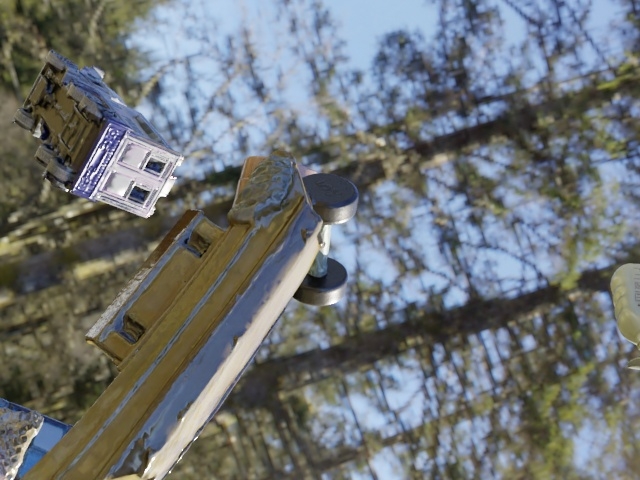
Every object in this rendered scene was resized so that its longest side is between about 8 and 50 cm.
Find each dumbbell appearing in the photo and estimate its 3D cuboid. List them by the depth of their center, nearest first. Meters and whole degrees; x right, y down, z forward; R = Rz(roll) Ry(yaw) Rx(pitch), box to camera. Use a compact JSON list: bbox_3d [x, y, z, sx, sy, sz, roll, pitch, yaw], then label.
[{"bbox_3d":[0.000,0.000,1.720,0.100,0.100,0.191,-127,-145,-49],"label":"dumbbell"}]

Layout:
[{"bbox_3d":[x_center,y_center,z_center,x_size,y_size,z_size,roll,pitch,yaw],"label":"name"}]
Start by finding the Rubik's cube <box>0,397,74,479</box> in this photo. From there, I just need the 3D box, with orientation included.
[{"bbox_3d":[-0.595,0.425,1.907,0.293,0.287,0.292,-18,-132,57],"label":"Rubik's cube"}]

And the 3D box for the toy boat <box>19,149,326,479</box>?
[{"bbox_3d":[-0.155,0.090,1.197,0.162,0.445,0.136,31,-14,17],"label":"toy boat"}]

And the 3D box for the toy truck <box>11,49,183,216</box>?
[{"bbox_3d":[-0.307,-0.148,1.529,0.124,0.155,0.268,-58,-142,12],"label":"toy truck"}]

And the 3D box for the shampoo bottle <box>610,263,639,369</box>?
[{"bbox_3d":[0.373,0.090,1.278,0.152,0.077,0.045,-75,172,-52],"label":"shampoo bottle"}]

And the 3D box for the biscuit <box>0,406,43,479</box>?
[{"bbox_3d":[-0.394,0.273,1.178,0.062,0.108,0.239,12,-105,61],"label":"biscuit"}]

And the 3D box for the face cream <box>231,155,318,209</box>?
[{"bbox_3d":[-0.079,-0.083,2.031,0.149,0.149,0.104,164,-59,-74],"label":"face cream"}]
